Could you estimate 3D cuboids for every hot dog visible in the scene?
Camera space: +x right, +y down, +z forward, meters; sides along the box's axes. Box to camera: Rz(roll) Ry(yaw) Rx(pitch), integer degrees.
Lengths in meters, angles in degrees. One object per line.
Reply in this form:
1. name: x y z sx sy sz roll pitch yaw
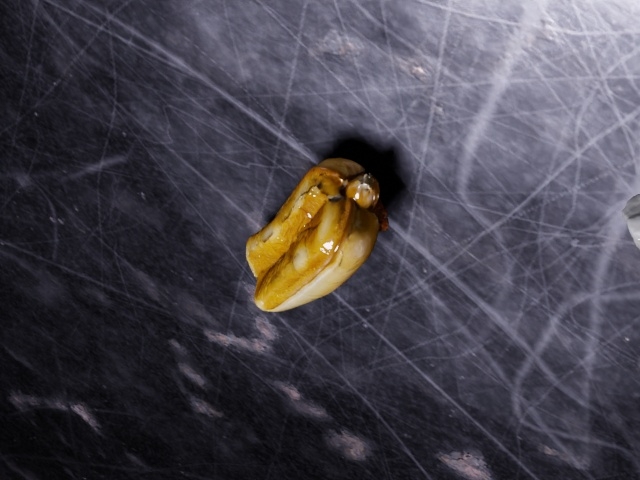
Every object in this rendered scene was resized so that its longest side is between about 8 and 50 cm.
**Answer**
1. hot dog: 0.000 0.000 1.180 0.076 0.102 0.249 0 160 -21

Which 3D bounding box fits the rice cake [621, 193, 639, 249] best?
1. rice cake: 0.313 0.062 0.988 0.057 0.052 0.256 -29 115 24
